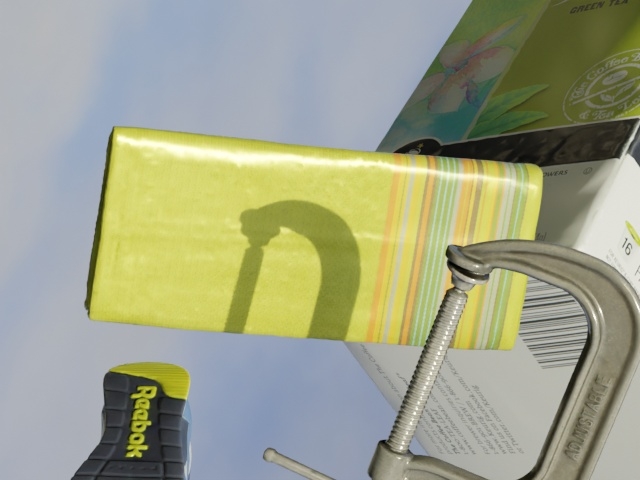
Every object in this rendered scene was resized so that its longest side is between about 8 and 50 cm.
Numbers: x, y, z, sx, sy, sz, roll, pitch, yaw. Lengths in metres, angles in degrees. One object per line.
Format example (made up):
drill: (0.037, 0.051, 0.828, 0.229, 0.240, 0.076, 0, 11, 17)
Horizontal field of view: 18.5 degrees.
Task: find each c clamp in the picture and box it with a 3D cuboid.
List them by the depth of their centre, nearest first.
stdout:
c clamp: (0.065, 0.066, 0.874, 0.161, 0.137, 0.022, -64, 172, 16)

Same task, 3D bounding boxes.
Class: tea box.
tea box: (0.212, 0.020, 1.279, 0.220, 0.329, 0.323, -7, -140, 42)

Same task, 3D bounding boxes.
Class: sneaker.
sneaker: (-0.085, 0.117, 0.909, 0.144, 0.053, 0.059, -76, 171, -57)

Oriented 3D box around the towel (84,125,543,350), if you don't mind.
towel: (0.000, 0.000, 1.008, 0.021, 0.237, 0.102, -144, -119, -66)
